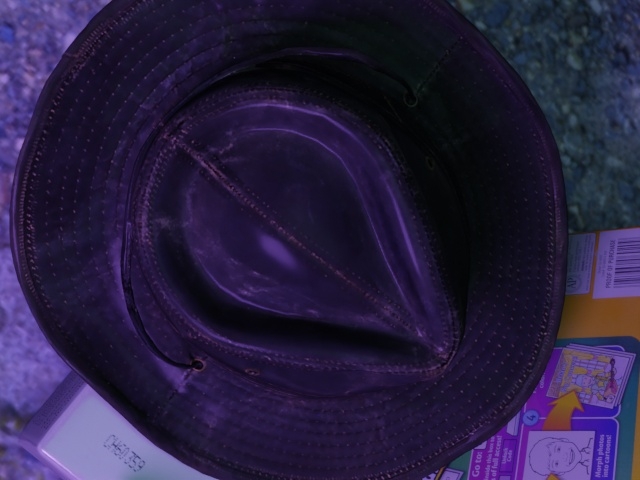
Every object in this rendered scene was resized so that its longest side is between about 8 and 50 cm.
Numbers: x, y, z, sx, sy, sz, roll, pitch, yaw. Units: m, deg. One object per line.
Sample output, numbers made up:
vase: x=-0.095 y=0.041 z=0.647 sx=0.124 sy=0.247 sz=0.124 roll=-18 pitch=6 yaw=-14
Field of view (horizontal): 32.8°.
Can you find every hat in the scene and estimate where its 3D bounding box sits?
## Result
hat: x=0.000 y=0.000 z=0.566 sx=0.331 sy=0.134 sz=0.331 roll=-1 pitch=97 yaw=-9

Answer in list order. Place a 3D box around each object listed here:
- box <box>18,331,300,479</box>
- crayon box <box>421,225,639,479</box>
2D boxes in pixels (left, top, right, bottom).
box: x=-0.065 y=0.115 z=0.704 sx=0.182 sy=0.119 sz=0.181 roll=42 pitch=72 yaw=-12
crayon box: x=0.145 y=0.128 z=0.708 sx=0.081 sy=0.165 sz=0.278 roll=50 pitch=45 yaw=-43
